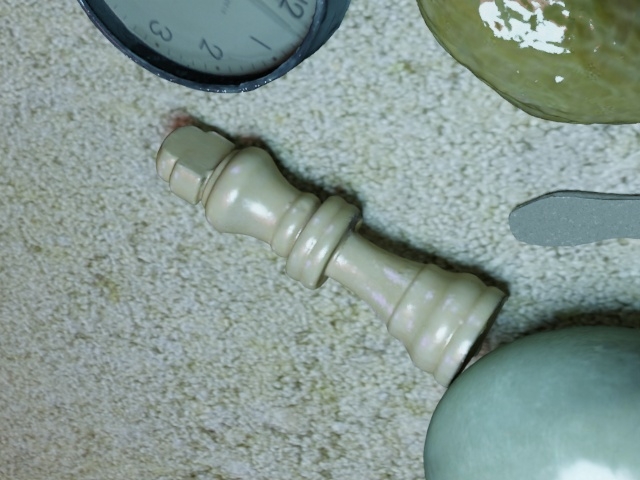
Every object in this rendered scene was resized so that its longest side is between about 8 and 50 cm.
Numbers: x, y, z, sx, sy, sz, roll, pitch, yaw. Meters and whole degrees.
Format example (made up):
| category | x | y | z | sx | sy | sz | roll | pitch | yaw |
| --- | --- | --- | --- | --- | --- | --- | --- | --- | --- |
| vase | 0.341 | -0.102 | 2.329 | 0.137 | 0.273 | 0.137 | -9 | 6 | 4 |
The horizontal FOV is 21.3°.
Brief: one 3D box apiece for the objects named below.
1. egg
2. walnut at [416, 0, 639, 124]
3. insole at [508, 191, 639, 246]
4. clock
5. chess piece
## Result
| category | x | y | z | sx | sy | sz | roll | pitch | yaw |
| --- | --- | --- | --- | --- | --- | --- | --- | --- | --- |
| egg | 0.264 | 0.209 | 1.654 | 0.352 | 0.258 | 0.258 | -4 | 121 | 29 |
| walnut | 0.208 | -0.210 | 1.396 | 0.282 | 0.227 | 0.283 | 20 | 146 | 14 |
| insole | 0.268 | -0.021 | 1.650 | 0.192 | 0.010 | 0.063 | -2 | 122 | 33 |
| clock | -0.120 | -0.295 | 1.652 | 0.325 | 0.067 | 0.325 | 17 | 130 | 22 |
| chess piece | 0.000 | 0.000 | 1.772 | 0.397 | 0.117 | 0.117 | 33 | 134 | 9 |
